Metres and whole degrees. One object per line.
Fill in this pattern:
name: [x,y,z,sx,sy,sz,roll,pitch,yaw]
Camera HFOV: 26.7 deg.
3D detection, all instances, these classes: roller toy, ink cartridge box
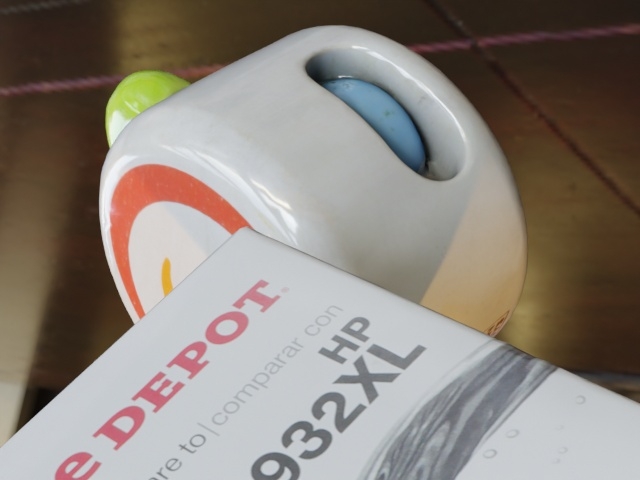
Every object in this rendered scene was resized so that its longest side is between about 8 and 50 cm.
roller toy: [0.000,0.000,0.672,0.191,0.146,0.209,5,121,49]
ink cartridge box: [0.027,0.150,0.402,0.307,0.223,0.129,24,145,36]
